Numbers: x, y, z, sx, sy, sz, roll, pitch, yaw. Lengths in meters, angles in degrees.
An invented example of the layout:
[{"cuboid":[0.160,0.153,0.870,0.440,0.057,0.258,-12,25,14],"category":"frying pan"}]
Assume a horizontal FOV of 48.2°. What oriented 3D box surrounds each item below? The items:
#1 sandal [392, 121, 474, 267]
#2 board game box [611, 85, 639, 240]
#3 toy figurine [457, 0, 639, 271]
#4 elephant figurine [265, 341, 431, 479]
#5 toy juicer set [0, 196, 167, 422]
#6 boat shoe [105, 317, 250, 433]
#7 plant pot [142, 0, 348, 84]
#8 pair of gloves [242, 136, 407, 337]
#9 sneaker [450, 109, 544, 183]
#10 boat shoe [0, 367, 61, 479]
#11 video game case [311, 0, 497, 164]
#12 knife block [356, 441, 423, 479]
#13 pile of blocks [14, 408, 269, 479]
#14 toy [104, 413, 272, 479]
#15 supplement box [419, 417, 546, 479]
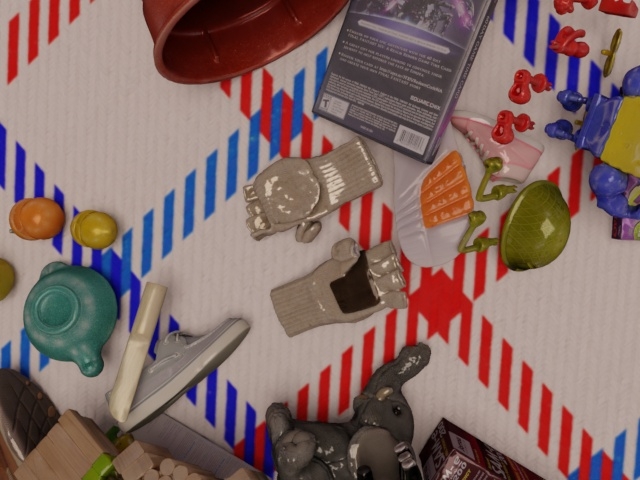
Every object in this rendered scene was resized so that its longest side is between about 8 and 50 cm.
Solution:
[{"cuboid":[0.146,-0.098,0.943,0.101,0.076,0.265,-8,85,17],"category":"sandal"},{"cuboid":[0.565,-0.097,0.925,0.346,0.056,0.208,2,90,5],"category":"board game box"},{"cuboid":[0.339,-0.099,0.825,0.217,0.191,0.363,29,106,45],"category":"toy figurine"},{"cuboid":[0.057,0.270,0.947,0.239,0.169,0.186,-10,122,-10],"category":"elephant figurine"},{"cuboid":[-0.328,0.071,0.996,0.329,0.089,0.209,35,83,10],"category":"toy juicer set"},{"cuboid":[-0.203,0.169,0.988,0.227,0.079,0.081,-39,79,0],"category":"boat shoe"},{"cuboid":[-0.132,-0.376,0.869,0.272,0.272,0.265,-28,83,6],"category":"plant pot"},{"cuboid":[0.000,0.000,0.953,0.204,0.042,0.240,-16,92,23],"category":"pair of gloves"},{"cuboid":[0.223,-0.120,0.948,0.134,0.051,0.070,25,90,-1],"category":"sneaker"},{"cuboid":[-0.411,0.339,1.000,0.116,0.123,0.324,-25,90,8],"category":"boat shoe"},{"cuboid":[0.108,-0.257,0.893,0.196,0.026,0.274,30,107,34],"category":"video game case"},{"cuboid":[0.104,0.391,0.879,0.088,0.276,0.242,-11,63,-6],"category":"knife block"},{"cuboid":[-0.203,0.329,0.896,0.362,0.113,0.149,11,71,22],"category":"pile of blocks"},{"cuboid":[-0.204,0.338,1.001,0.237,0.056,0.137,29,60,8],"category":"toy"},{"cuboid":[0.251,0.340,0.938,0.239,0.130,0.073,31,95,1],"category":"supplement box"}]
